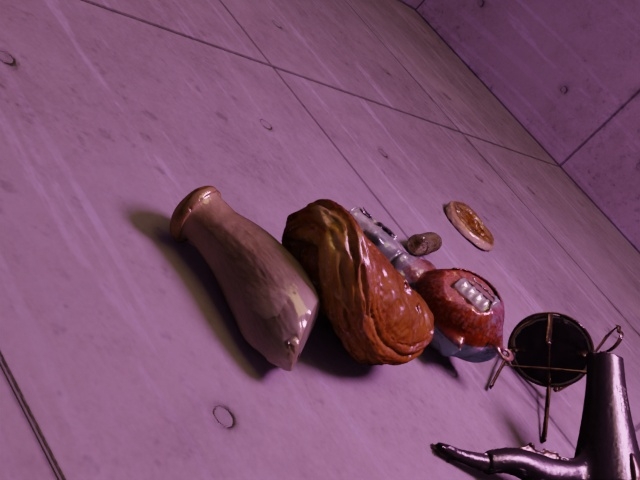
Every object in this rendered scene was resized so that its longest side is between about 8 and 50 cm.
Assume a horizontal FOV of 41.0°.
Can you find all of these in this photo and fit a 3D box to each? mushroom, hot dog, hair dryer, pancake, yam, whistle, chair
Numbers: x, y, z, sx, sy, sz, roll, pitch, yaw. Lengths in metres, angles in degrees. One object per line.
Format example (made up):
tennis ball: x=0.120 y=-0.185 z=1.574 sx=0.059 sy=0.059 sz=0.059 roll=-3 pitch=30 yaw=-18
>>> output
mushroom: x=-0.080 y=0.042 z=1.019 sx=0.247 sy=0.108 sz=0.096 roll=53 pitch=-17 yaw=16
hot dog: x=0.043 y=0.059 z=1.108 sx=0.196 sy=0.122 sz=0.272 roll=52 pitch=5 yaw=39
hair dryer: x=0.310 y=0.277 z=1.185 sx=0.359 sy=0.120 sz=0.304 roll=15 pitch=67 yaw=-23
pancake: x=0.342 y=-0.036 z=1.944 sx=0.151 sy=0.025 sz=0.152 roll=34 pitch=25 yaw=-19
yam: x=0.196 y=0.006 z=1.607 sx=0.043 sy=0.043 sz=0.094 roll=49 pitch=22 yaw=13
whistle: x=0.168 y=0.072 z=1.349 sx=0.346 sy=0.134 sz=0.142 roll=43 pitch=58 yaw=18
chair: x=0.407 y=0.200 z=1.483 sx=0.170 sy=0.160 sz=0.325 roll=45 pitch=27 yaw=1
